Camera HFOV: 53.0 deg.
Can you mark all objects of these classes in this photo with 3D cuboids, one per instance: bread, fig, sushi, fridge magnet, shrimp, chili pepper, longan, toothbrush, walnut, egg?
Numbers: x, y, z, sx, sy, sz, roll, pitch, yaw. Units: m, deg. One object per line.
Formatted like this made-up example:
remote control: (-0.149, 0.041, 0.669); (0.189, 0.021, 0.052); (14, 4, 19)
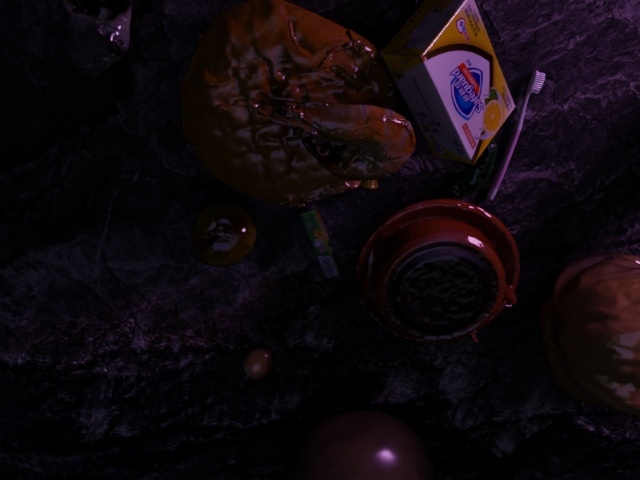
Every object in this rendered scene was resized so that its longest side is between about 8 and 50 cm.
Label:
bread: (-0.061, -0.252, 1.202); (0.399, 0.215, 0.397); (0, 119, 0)
fig: (-0.210, -0.011, 1.389); (0.136, 0.120, 0.152); (22, 118, -6)
sushi: (-0.399, -0.444, 1.147); (0.124, 0.130, 0.331); (9, 120, -4)
fridge magnet: (0.257, 0.080, 1.410); (0.364, 0.155, 0.363); (0, 118, 1)
shrimp: (0.026, -0.173, 1.106); (0.288, 0.062, 0.152); (8, 133, -14)
chili pepper: (0.326, -0.167, 1.333); (0.073, 0.050, 0.182); (13, 117, 2)
longan: (0.085, 0.615, 1.609); (0.405, 0.336, 0.404); (-2, 109, -6)
toothbrush: (0.400, -0.209, 1.325); (0.025, 0.020, 0.286); (9, 119, -11)
walnut: (0.665, 0.203, 1.388); (0.384, 0.383, 0.383); (0, 119, 1)
egg: (-0.154, 0.301, 1.592); (0.071, 0.071, 0.083); (30, 101, -15)

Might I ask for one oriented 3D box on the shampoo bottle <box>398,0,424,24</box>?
shampoo bottle: (0.185, -0.433, 1.177); (0.067, 0.068, 0.236); (15, 131, 43)

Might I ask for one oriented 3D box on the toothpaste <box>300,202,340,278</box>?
toothpaste: (0.000, 0.000, 1.436); (0.037, 0.043, 0.178); (-18, 117, 8)

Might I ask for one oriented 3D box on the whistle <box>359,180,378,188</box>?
whistle: (0.102, -0.169, 1.351); (0.046, 0.057, 0.109); (-14, 119, -43)

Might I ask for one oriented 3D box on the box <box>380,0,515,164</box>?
box: (0.238, -0.287, 1.161); (0.168, 0.097, 0.265); (-51, 131, -18)
